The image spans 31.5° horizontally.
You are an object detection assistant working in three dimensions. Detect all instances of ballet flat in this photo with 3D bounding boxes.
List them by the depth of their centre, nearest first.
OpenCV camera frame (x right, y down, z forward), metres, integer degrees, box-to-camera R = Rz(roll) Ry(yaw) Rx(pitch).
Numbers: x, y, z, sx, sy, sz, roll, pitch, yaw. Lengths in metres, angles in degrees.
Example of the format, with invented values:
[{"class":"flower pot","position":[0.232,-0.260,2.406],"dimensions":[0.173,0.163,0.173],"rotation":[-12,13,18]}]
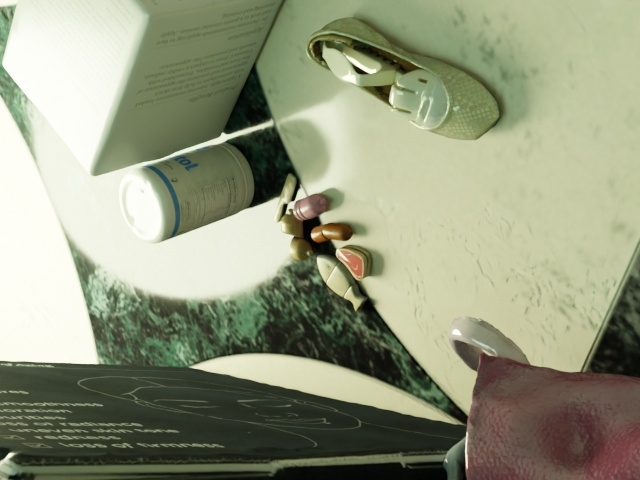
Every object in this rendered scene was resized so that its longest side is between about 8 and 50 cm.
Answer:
[{"class":"ballet flat","position":[0.056,-0.116,0.850],"dimensions":[0.168,0.052,0.057],"rotation":[33,128,32]}]

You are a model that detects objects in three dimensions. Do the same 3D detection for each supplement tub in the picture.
[{"class":"supplement tub","position":[-0.121,-0.044,1.027],"dimensions":[0.071,0.107,0.071],"rotation":[21,122,38]}]

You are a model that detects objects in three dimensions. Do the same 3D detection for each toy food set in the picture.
[{"class":"toy food set","position":[0.000,0.000,0.986],"dimensions":[0.122,0.019,0.078],"rotation":[43,133,25]}]

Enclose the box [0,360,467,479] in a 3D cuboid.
[{"class":"box","position":[-0.162,0.259,0.875],"dimensions":[0.471,0.480,0.297],"rotation":[7,89,47]}]

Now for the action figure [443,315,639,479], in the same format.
[{"class":"action figure","position":[0.275,0.135,0.688],"dimensions":[0.370,0.248,0.276],"rotation":[-34,39,36]}]

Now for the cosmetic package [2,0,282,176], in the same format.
[{"class":"cosmetic package","position":[-0.154,-0.181,0.966],"dimensions":[0.151,0.151,0.184],"rotation":[50,135,19]}]
